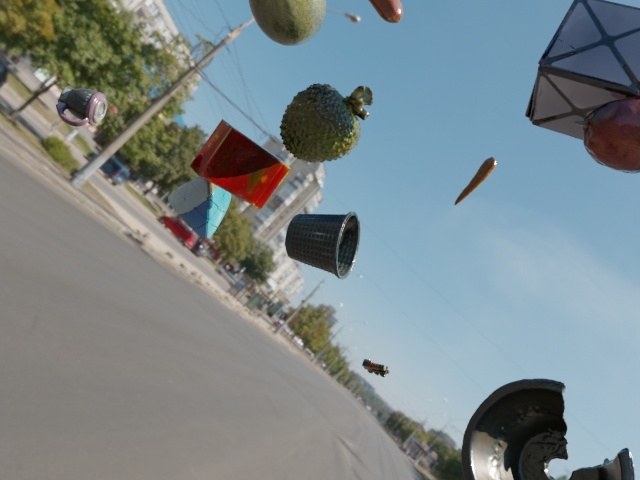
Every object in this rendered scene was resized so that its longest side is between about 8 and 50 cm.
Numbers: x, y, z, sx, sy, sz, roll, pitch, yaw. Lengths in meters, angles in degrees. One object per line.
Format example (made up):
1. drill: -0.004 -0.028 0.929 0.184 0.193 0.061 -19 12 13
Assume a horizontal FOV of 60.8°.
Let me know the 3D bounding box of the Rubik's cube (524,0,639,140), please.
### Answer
1. Rubik's cube: 0.838 -0.505 1.653 0.310 0.305 0.307 26 -14 23

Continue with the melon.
1. melon: -0.108 -0.773 1.750 0.248 0.249 0.329 41 -1 17

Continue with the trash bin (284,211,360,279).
1. trash bin: 0.000 0.000 1.393 0.160 0.176 0.175 11 -20 19

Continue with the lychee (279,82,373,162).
1. lychee: 0.018 -0.399 1.860 0.319 0.270 0.270 -4 -32 23

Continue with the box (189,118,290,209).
1. box: -0.275 -0.258 1.915 0.313 0.197 0.089 30 8 -48

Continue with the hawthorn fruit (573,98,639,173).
1. hawthorn fruit: 0.784 -0.286 1.449 0.251 0.190 0.189 18 -8 -3

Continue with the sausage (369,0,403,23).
1. sausage: 0.162 -0.691 1.518 0.194 0.077 0.077 48 -9 -19

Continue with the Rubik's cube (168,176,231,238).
1. Rubik's cube: -0.428 -0.175 2.137 0.254 0.254 0.254 42 -8 8

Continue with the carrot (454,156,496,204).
1. carrot: 0.555 -0.209 1.962 0.048 0.216 0.048 39 5 -4

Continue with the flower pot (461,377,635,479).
1. flower pot: 0.557 0.559 1.342 0.379 0.379 0.251 37 -2 39

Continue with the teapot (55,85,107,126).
1. teapot: -0.833 -0.461 1.890 0.146 0.148 0.116 21 -5 -3

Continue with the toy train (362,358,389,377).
1. toy train: 0.218 0.497 2.133 0.103 0.044 0.064 6 -37 32
